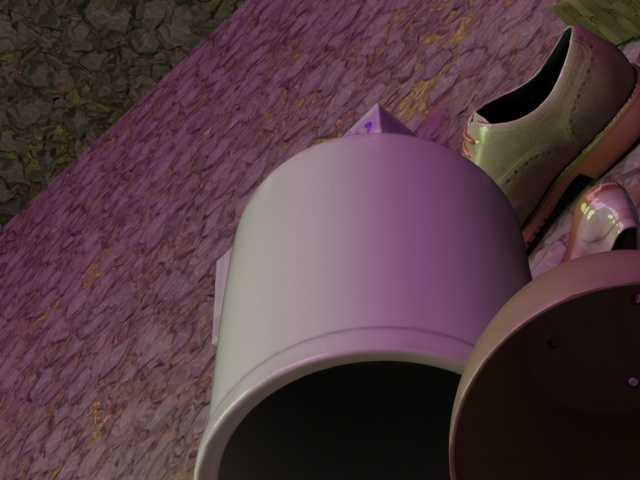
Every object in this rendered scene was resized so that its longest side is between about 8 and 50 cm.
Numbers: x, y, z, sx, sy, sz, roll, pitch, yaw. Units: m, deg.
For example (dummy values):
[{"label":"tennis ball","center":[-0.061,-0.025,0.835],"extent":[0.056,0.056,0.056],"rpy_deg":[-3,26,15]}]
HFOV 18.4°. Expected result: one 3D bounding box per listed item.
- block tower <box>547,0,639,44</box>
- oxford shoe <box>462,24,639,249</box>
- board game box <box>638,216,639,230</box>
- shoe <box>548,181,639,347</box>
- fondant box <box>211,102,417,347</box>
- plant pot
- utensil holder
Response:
[{"label":"block tower","center":[0.402,-0.315,2.275],"extent":[0.335,0.097,0.091],"rpy_deg":[-24,32,55]},{"label":"oxford shoe","center":[0.196,-0.077,2.215],"extent":[0.397,0.146,0.140],"rpy_deg":[-48,22,12]},{"label":"board game box","center":[0.433,-0.037,1.709],"extent":[0.336,0.079,0.253],"rpy_deg":[-42,21,24]},{"label":"shoe","center":[0.259,0.046,1.850],"extent":[0.077,0.219,0.058],"rpy_deg":[-18,45,-23]},{"label":"fondant box","center":[0.000,0.000,2.602],"extent":[0.330,0.096,0.238],"rpy_deg":[-43,20,18]},{"label":"plant pot","center":[0.238,0.121,1.558],"extent":[0.284,0.284,0.191],"rpy_deg":[-45,16,17]},{"label":"utensil holder","center":[0.055,0.118,1.867],"extent":[0.327,0.328,0.385],"rpy_deg":[-42,24,25]}]
